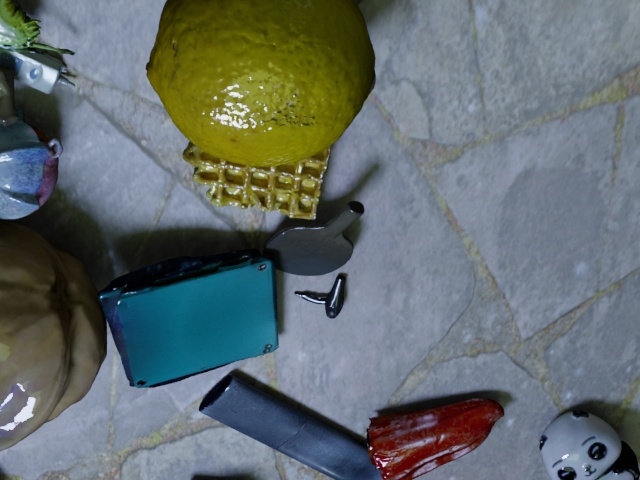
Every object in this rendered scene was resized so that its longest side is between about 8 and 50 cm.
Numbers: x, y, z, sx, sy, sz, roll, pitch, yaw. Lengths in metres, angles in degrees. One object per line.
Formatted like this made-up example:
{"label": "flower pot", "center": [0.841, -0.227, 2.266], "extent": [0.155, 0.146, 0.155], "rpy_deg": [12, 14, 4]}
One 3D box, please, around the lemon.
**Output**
{"label": "lemon", "center": [-0.075, -0.229, 1.365], "extent": [0.292, 0.293, 0.293], "rpy_deg": [0, 130, 1]}

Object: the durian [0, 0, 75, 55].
{"label": "durian", "center": [-0.466, -0.346, 1.378], "extent": [0.375, 0.132, 0.106], "rpy_deg": [39, 145, -22]}

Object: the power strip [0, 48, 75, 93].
{"label": "power strip", "center": [-0.429, -0.253, 1.503], "extent": [0.191, 0.030, 0.047], "rpy_deg": [24, 127, -17]}

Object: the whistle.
{"label": "whistle", "center": [-0.502, -0.085, 1.585], "extent": [0.346, 0.133, 0.142], "rpy_deg": [-18, 102, 29]}

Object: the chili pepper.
{"label": "chili pepper", "center": [0.213, 0.356, 1.952], "extent": [0.252, 0.136, 0.144], "rpy_deg": [-18, 101, 5]}

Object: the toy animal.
{"label": "toy animal", "center": [0.470, 0.396, 1.955], "extent": [0.166, 0.138, 0.179], "rpy_deg": [-39, 126, 9]}

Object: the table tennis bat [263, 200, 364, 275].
{"label": "table tennis bat", "center": [0.000, 0.000, 1.668], "extent": [0.131, 0.022, 0.234], "rpy_deg": [18, 147, -23]}

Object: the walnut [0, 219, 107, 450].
{"label": "walnut", "center": [-0.511, 0.149, 1.653], "extent": [0.383, 0.384, 0.384], "rpy_deg": [0, 130, 1]}

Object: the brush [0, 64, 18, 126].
{"label": "brush", "center": [-0.556, -0.184, 1.523], "extent": [0.300, 0.071, 0.084], "rpy_deg": [-6, 93, 22]}

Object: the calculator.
{"label": "calculator", "center": [-0.200, 0.121, 1.741], "extent": [0.274, 0.058, 0.248], "rpy_deg": [-16, 138, -11]}

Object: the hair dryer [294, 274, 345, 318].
{"label": "hair dryer", "center": [-0.001, 0.087, 1.783], "extent": [0.083, 0.031, 0.079], "rpy_deg": [12, 118, 1]}

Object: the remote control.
{"label": "remote control", "center": [-0.041, 0.359, 1.993], "extent": [0.377, 0.044, 0.107], "rpy_deg": [31, 119, -23]}

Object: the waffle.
{"label": "waffle", "center": [-0.097, -0.113, 1.595], "extent": [0.210, 0.055, 0.161], "rpy_deg": [6, 131, -6]}
